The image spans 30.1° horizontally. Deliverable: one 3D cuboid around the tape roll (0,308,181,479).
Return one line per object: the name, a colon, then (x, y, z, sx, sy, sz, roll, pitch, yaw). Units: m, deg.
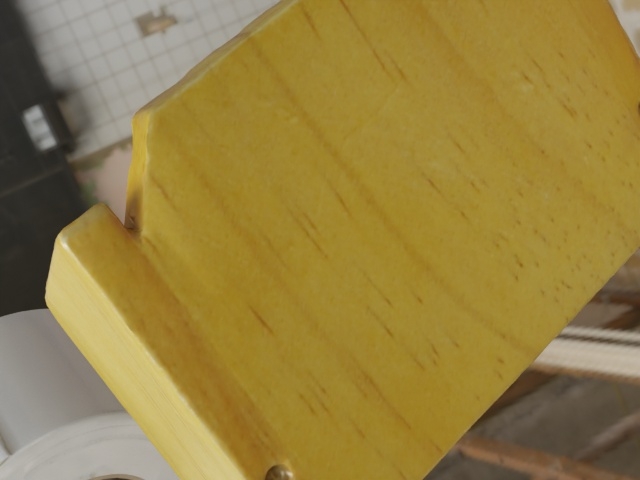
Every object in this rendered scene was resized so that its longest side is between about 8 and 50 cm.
tape roll: (-0.224, 0.202, 0.999, 0.246, 0.246, 0.169, -28, -140, -19)

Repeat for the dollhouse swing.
dollhouse swing: (0.000, 0.000, 0.765, 0.347, 0.315, 0.305, -42, -160, -23)
